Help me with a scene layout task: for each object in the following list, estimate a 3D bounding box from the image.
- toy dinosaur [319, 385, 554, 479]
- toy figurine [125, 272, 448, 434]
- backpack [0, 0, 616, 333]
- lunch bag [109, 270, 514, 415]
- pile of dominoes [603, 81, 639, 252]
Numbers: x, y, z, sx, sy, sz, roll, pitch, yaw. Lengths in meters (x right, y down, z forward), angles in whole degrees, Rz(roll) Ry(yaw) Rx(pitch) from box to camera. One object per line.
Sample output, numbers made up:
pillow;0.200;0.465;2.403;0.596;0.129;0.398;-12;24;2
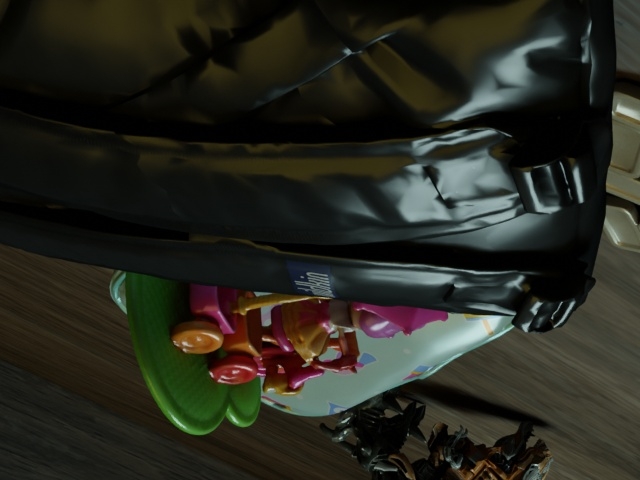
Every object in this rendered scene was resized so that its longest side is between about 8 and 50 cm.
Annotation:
toy dinosaur;0.106;0.288;1.278;0.322;0.218;0.164;-17;147;-15
toy figurine;0.000;0.042;0.614;0.159;0.130;0.173;-13;146;15
backpack;-0.066;-0.097;0.471;0.356;0.273;0.290;-7;156;12
lunch bag;0.000;0.000;0.723;0.224;0.108;0.279;36;135;-22
pile of dominoes;0.283;-0.010;0.634;0.251;0.040;0.196;25;163;16
